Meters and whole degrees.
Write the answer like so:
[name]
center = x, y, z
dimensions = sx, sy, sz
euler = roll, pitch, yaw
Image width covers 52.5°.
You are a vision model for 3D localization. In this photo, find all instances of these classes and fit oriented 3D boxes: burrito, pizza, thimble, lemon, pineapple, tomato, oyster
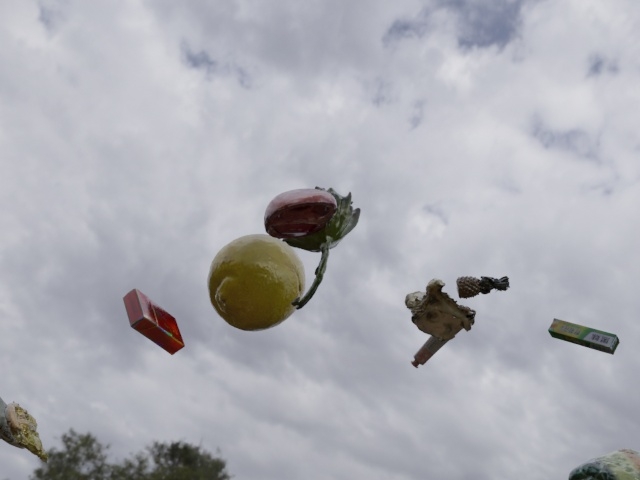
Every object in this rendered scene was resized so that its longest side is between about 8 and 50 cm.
[burrito]
center = -0.629, 0.341, 1.265
dimensions = 0.064, 0.064, 0.203
euler = -3, -51, 23
[pizza]
center = -0.449, 0.297, 1.006
dimensions = 0.123, 0.026, 0.108
euler = 15, -45, 63
[thimble]
center = 0.667, 0.589, 1.377
dimensions = 0.167, 0.288, 0.254
euler = -9, -75, -19
[lemon]
center = -0.209, 0.137, 2.171
dimensions = 0.348, 0.348, 0.348
euler = 10, -39, 8
[pineapple]
center = 0.498, 0.139, 1.991
dimensions = 0.159, 0.074, 0.074
euler = -8, -43, 9
[tomato]
center = -0.057, -0.083, 1.608
dimensions = 0.173, 0.099, 0.189
euler = 0, -29, -24
[oyster]
center = 0.271, 0.146, 1.459
dimensions = 0.163, 0.081, 0.191
euler = 8, -36, 5

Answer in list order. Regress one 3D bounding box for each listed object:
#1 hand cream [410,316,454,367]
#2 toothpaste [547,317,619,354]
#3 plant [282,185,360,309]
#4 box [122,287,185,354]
[hand cream]
center = 0.371, 0.327, 2.082
dimensions = 0.067, 0.043, 0.209
euler = 41, -81, 0
[toothpaste]
center = 0.687, 0.249, 1.702
dimensions = 0.178, 0.043, 0.037
euler = 13, -32, 51
[plant]
center = 0.024, 0.019, 1.750
dimensions = 0.251, 0.333, 0.180
euler = -39, -45, 21
[box]
center = -0.430, 0.211, 1.685
dimensions = 0.048, 0.112, 0.175
euler = -35, -42, 3
